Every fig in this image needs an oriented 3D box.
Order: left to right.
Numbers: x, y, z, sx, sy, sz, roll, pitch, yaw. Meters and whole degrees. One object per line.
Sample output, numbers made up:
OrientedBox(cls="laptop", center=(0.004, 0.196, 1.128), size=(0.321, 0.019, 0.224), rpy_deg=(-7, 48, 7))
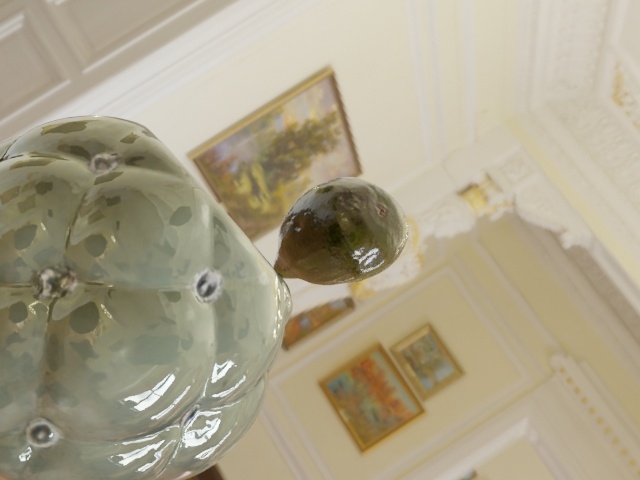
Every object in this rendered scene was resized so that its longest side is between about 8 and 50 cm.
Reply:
OrientedBox(cls="fig", center=(0.000, 0.000, 0.946), size=(0.177, 0.117, 0.117), rpy_deg=(-20, -72, 42))

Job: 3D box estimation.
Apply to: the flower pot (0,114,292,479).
OrientedBox(cls="flower pot", center=(-0.138, 0.042, 0.594), size=(0.246, 0.195, 0.246), rpy_deg=(49, -6, 7))
